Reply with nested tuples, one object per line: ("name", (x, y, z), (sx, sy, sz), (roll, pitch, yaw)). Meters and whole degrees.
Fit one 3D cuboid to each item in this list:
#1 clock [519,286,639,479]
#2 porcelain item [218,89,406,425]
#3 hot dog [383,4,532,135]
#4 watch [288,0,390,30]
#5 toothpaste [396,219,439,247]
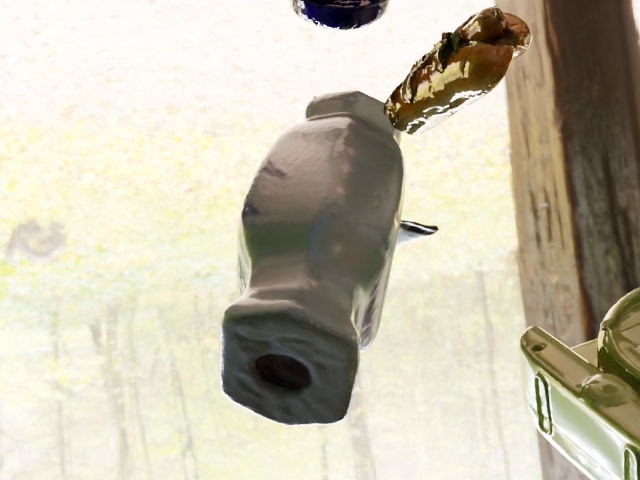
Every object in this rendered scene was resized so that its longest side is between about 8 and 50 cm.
("clock", (0.342, 0.108, 0.696), (0.308, 0.096, 0.235), (-19, -154, -17))
("porcelain item", (0.000, 0.000, 0.986), (0.178, 0.405, 0.242), (10, 134, 4))
("hot dog", (0.143, -0.185, 0.905), (0.072, 0.109, 0.269), (38, 163, -7))
("watch", (0.018, -0.387, 1.065), (0.196, 0.171, 0.200), (-5, 140, -12))
("toothpaste", (0.086, -0.001, 1.379), (0.069, 0.047, 0.268), (43, 153, -16))
